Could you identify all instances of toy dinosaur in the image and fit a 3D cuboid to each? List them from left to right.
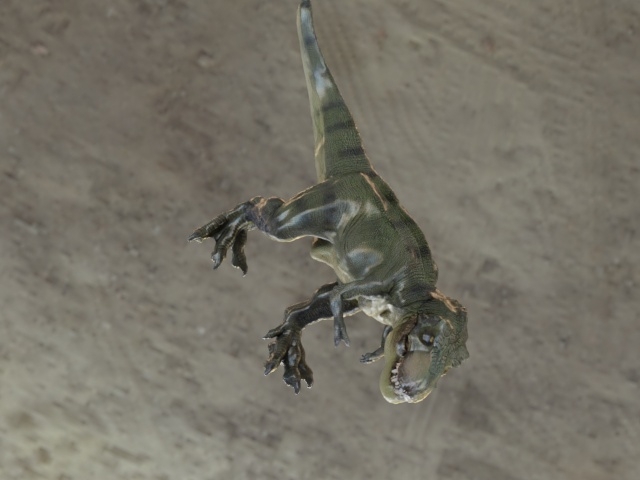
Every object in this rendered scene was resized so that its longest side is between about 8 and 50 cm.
[{"bbox_3d":[0.000,0.000,0.757,0.118,0.268,0.064,-42,136,23],"label":"toy dinosaur"}]
